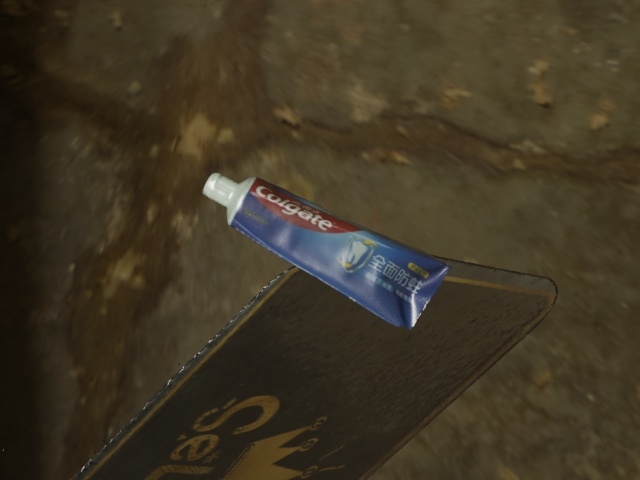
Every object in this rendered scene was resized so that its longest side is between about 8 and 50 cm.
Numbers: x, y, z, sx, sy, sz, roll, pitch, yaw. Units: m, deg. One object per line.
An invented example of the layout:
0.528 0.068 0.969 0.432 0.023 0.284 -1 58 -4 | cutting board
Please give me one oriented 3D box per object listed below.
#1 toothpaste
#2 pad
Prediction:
0.000 0.000 0.599 0.083 0.019 0.027 28 79 1 | toothpaste
-0.057 0.147 0.953 0.375 0.315 0.063 -46 58 24 | pad
